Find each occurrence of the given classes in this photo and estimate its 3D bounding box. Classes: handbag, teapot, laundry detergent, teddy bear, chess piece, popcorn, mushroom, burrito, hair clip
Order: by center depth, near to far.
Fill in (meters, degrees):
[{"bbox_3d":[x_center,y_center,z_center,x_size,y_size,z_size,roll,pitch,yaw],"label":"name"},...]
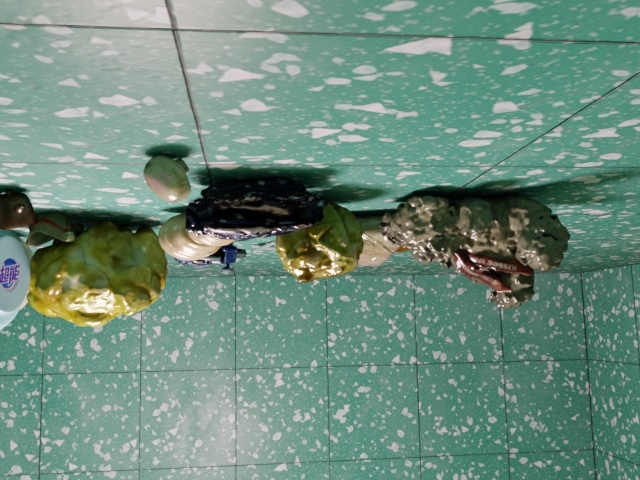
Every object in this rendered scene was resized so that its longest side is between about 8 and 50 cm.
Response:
[{"bbox_3d":[-0.238,-0.100,1.023,0.067,0.083,0.083,-41,-175,-17],"label":"mushroom"},{"bbox_3d":[-0.120,-0.057,1.210,0.260,0.113,0.162,-2,-178,-9],"label":"handbag"},{"bbox_3d":[-0.602,-0.067,1.253,0.121,0.068,0.076,20,-150,39],"label":"teapot"},{"bbox_3d":[0.000,-0.001,1.379,0.187,0.167,0.185,-12,179,-41],"label":"popcorn"},{"bbox_3d":[0.314,0.005,1.418,0.368,0.224,0.357,1,159,1],"label":"teddy bear"},{"bbox_3d":[-0.234,-0.034,1.419,0.139,0.124,0.307,38,152,-21],"label":"chess piece"},{"bbox_3d":[-0.847,0.079,1.461,0.305,0.287,0.287,-1,173,5],"label":"laundry detergent"},{"bbox_3d":[0.079,0.000,1.621,0.348,0.107,0.175,-6,148,8],"label":"burrito"},{"bbox_3d":[-0.556,0.095,1.638,0.334,0.293,0.292,-2,142,-32],"label":"popcorn"},{"bbox_3d":[-0.178,0.020,2.125,0.039,0.030,0.115,-20,-172,-39],"label":"hair clip"}]

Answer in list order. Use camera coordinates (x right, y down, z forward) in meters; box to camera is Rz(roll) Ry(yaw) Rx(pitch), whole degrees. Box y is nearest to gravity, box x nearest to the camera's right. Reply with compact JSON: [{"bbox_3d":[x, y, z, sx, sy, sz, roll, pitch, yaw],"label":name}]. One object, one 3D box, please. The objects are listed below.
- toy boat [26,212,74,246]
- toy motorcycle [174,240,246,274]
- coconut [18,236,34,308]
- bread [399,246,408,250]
[{"bbox_3d":[-0.637,-0.026,1.519,0.185,0.071,0.089,-6,172,37],"label":"toy boat"},{"bbox_3d":[-0.332,0.035,1.917,0.169,0.113,0.315,8,-177,12],"label":"toy motorcycle"},{"bbox_3d":[-0.905,0.090,1.768,0.266,0.237,0.237,1,174,24],"label":"coconut"},{"bbox_3d":[0.095,0.003,1.832,0.361,0.077,0.138,-7,169,40],"label":"bread"}]
